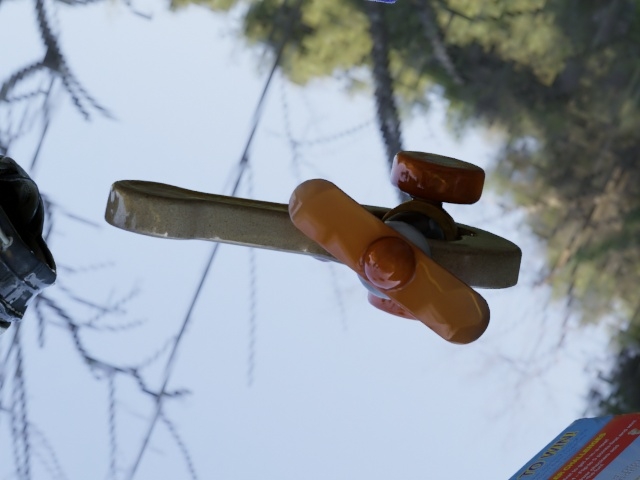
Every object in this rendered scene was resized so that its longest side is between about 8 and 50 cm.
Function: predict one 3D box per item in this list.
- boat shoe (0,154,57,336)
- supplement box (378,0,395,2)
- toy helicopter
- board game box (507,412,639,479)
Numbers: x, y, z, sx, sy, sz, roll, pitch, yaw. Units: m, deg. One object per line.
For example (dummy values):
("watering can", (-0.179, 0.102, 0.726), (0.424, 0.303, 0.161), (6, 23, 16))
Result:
("boat shoe", (-0.287, -0.021, 1.455), (0.114, 0.091, 0.302), (46, -170, -36))
("supplement box", (0.060, -0.259, 1.110), (0.111, 0.113, 0.220), (3, 163, -33))
("toy helicopter", (0.000, 0.000, 1.350), (0.355, 0.140, 0.235), (8, -167, -16))
("board game box", (0.197, 0.232, 1.130), (0.308, 0.086, 0.302), (-35, -171, -30))
